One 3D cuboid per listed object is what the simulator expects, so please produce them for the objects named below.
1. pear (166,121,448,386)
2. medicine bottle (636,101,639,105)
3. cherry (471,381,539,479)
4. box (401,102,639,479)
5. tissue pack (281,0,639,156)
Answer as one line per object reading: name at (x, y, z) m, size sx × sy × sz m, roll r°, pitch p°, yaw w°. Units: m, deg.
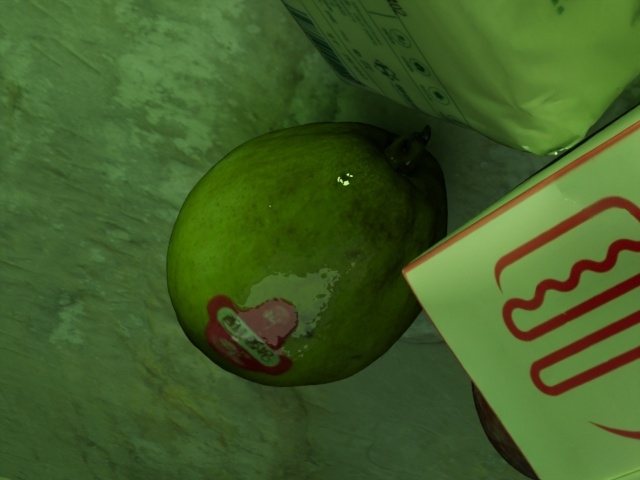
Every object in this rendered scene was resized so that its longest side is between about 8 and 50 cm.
pear at (0.000, 0.000, 1.383) m, size 0.287 × 0.287 × 0.375 m, roll 32°, pitch 125°, yaw -21°
medicine bottle at (0.341, -0.105, 1.250) m, size 0.092 × 0.061 × 0.221 m, roll 9°, pitch 152°, yaw -21°
cherry at (0.307, 0.200, 1.574) m, size 0.236 × 0.213 × 0.285 m, roll -19°, pitch 124°, yaw 32°
box at (0.309, 0.033, 0.991) m, size 0.312 × 0.314 × 0.300 m, roll -36°, pitch 88°, yaw 44°
tissue pack at (0.062, -0.269, 0.923) m, size 0.297 × 0.207 × 0.380 m, roll 30°, pitch 164°, yaw 47°
